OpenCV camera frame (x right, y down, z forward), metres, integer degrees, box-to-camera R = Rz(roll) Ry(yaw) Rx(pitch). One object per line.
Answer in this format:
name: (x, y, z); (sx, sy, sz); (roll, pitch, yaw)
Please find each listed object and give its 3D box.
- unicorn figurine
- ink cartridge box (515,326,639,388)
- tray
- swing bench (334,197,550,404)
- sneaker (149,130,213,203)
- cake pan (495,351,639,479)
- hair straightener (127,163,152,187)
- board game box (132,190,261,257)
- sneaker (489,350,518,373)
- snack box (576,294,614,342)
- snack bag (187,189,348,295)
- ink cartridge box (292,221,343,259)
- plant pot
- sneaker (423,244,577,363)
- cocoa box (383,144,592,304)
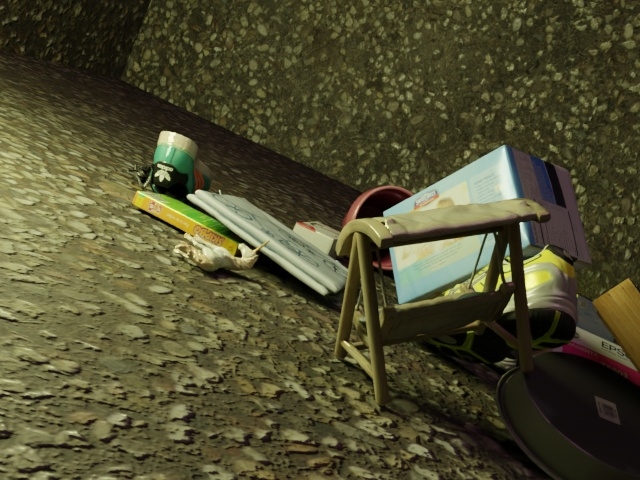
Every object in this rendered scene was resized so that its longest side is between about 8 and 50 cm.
unicorn figurine: (-0.177, 0.024, 1.564); (0.111, 0.060, 0.162); (27, 26, 15)
ink cartridge box: (0.448, 0.243, 1.536); (0.235, 0.088, 0.193); (23, 34, 2)
tray: (0.573, 0.254, 1.407); (0.410, 0.076, 0.203); (59, 15, 18)
swing bench: (0.163, 0.064, 1.293); (0.253, 0.254, 0.165); (-7, 21, -20)
sneaker: (-0.307, -0.128, 1.954); (0.108, 0.121, 0.302); (17, -13, 7)
cake pan: (0.398, 0.264, 1.327); (0.293, 0.054, 0.293); (18, 29, -10)
hair straightener: (-0.383, -0.146, 2.069); (0.089, 0.047, 0.230); (3, 14, 5)
board game box: (-0.223, -0.026, 1.758); (0.260, 0.039, 0.124); (24, 6, 18)
sneaker: (0.413, 0.208, 1.789); (0.100, 0.108, 0.272); (28, 9, 37)
snack box: (0.437, 0.125, 1.748); (0.175, 0.070, 0.207); (23, -1, -43)
snack bag: (-0.080, 0.003, 1.787); (0.323, 0.037, 0.342); (34, 6, 7)
ink cartridge box: (0.000, 0.000, 2.091); (0.099, 0.056, 0.135); (25, 10, 16)
plant pot: (0.140, -0.030, 2.242); (0.201, 0.201, 0.180); (21, -6, -17)
sneaker: (0.291, 0.111, 1.548); (0.145, 0.147, 0.385); (31, -25, -25)
cocoa box: (0.340, -0.007, 1.924); (0.228, 0.347, 0.231); (14, 58, -41)
